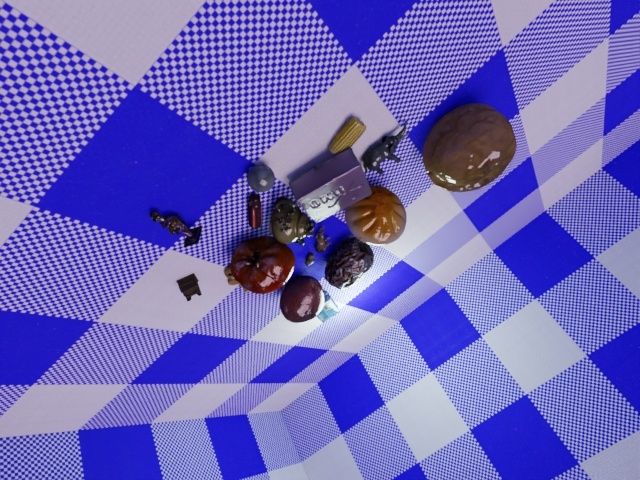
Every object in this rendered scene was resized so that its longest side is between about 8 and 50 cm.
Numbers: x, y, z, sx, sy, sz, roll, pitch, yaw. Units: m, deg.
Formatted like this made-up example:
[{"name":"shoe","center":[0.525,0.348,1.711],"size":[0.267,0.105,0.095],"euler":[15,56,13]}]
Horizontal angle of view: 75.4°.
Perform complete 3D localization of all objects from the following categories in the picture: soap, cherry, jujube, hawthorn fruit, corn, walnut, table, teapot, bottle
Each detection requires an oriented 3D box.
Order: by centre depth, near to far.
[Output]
[{"name":"corn","center":[0.103,-0.400,1.611],"size":[0.165,0.063,0.085],"euler":[-45,157,25]},{"name":"bottle","center":[-0.269,-0.121,1.687],"size":[0.060,0.060,0.164],"euler":[-17,145,-21]},{"name":"soap","center":[0.050,-0.219,1.727],"size":[0.296,0.107,0.285],"euler":[-28,157,9]},{"name":"teapot","center":[-0.112,-0.076,1.740],"size":[0.182,0.173,0.270],"euler":[10,139,14]},{"name":"walnut","center":[0.659,-0.405,1.820],"size":[0.383,0.384,0.384],"euler":[-22,147,-15]},{"name":"hawthorn fruit","center":[-0.252,0.104,1.823],"size":[0.284,0.284,0.284],"euler":[-22,147,-15]},{"name":"table","center":[-0.583,0.211,1.850],"size":[0.083,0.082,0.070],"euler":[-24,148,-12]},{"name":"jujube","center":[0.149,0.130,2.243],"size":[0.225,0.226,0.317],"euler":[-1,142,-39]},{"name":"cherry","center":[-0.100,0.320,2.282],"size":[0.261,0.221,0.308],"euler":[-14,132,-39]},{"name":"soap","center":[0.018,0.423,2.643],"size":[0.156,0.077,0.293],"euler":[-31,147,0]}]

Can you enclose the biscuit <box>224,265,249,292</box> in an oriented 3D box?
[{"name":"biscuit","center":[-0.371,0.188,1.999],"size":[0.158,0.035,0.240],"euler":[-27,141,20]}]

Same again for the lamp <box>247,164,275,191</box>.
[{"name":"lamp","center":[-0.220,-0.231,1.537],"size":[0.105,0.105,0.105],"euler":[-22,147,-15]}]

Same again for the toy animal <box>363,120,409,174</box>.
[{"name":"toy animal","center":[0.290,-0.384,1.771],"size":[0.269,0.082,0.137],"euler":[-42,147,17]}]

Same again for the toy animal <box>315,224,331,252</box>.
[{"name":"toy animal","center":[0.017,-0.006,2.072],"size":[0.086,0.069,0.220],"euler":[-12,142,-11]}]

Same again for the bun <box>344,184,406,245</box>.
[{"name":"bun","center":[0.259,-0.126,1.879],"size":[0.298,0.299,0.165],"euler":[-19,159,-19]}]

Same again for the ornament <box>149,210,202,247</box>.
[{"name":"ornament","center":[-0.550,-0.055,1.539],"size":[0.081,0.088,0.203],"euler":[-23,143,33]}]

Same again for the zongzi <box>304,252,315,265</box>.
[{"name":"zongzi","center":[-0.040,0.094,2.191],"size":[0.083,0.040,0.076],"euler":[-12,138,-48]}]
